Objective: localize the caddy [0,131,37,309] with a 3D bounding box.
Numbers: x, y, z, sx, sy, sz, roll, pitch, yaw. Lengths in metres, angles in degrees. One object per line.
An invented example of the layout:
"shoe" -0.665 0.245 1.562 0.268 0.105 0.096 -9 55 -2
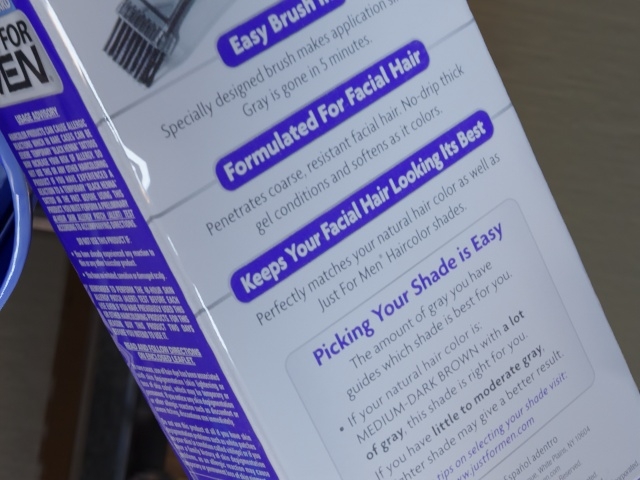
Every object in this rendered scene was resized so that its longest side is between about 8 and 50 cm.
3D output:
"caddy" -0.290 -0.011 0.851 0.341 0.241 0.179 -55 -166 31

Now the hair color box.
"hair color box" 0.000 0.000 0.686 0.110 0.185 0.339 1 -60 58
